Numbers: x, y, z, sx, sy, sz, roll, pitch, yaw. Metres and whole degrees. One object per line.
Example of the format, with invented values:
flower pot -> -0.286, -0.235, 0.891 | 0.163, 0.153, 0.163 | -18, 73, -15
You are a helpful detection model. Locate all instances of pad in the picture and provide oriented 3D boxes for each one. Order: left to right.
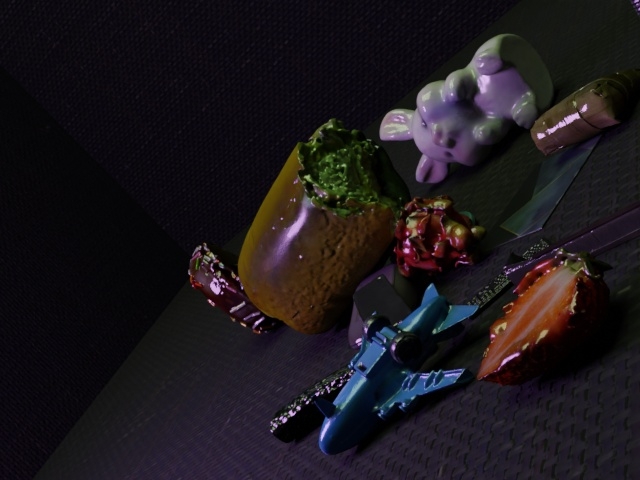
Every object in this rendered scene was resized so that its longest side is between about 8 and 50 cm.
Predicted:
pad -> 0.348, -0.074, 1.509 | 0.243, 0.004, 0.164 | -50, 12, -33

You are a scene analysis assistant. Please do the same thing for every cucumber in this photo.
cucumber -> 0.015, 0.229, 1.418 | 0.215, 0.052, 0.058 | -39, 3, 23

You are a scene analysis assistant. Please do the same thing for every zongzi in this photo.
zongzi -> 0.437, -0.217, 1.548 | 0.160, 0.078, 0.176 | -24, 12, 43

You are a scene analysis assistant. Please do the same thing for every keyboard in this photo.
keyboard -> 0.259, 0.052, 1.317 | 0.155, 0.010, 0.053 | -42, 11, 7

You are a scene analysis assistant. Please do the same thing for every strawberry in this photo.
strawberry -> 0.244, 0.094, 1.020 | 0.187, 0.082, 0.146 | -49, 4, 7

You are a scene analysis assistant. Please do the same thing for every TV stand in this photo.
TV stand -> 0.338, -0.010, 1.178 | 0.256, 0.040, 0.049 | -33, 14, 45

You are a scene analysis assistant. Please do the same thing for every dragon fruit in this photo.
dragon fruit -> 0.189, -0.007, 1.518 | 0.150, 0.133, 0.208 | 1, -1, -32

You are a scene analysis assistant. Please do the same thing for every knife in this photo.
knife -> 0.105, 0.118, 1.420 | 0.072, 0.019, 0.245 | -35, 26, -1

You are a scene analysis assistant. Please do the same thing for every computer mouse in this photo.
computer mouse -> 0.102, 0.109, 1.552 | 0.120, 0.057, 0.232 | -33, 15, 16

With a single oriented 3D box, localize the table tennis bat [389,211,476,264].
table tennis bat -> 0.197, 0.010, 1.679 | 0.201, 0.033, 0.124 | -26, 23, 48

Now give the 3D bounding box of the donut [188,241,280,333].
donut -> -0.188, 0.109, 2.142 | 0.103, 0.270, 0.269 | -53, 9, 5

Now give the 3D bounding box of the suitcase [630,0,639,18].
suitcase -> 0.596, -0.450, 1.535 | 0.128, 0.202, 0.312 | -17, 26, 46

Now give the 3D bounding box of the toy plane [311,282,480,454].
toy plane -> 0.089, 0.170, 1.252 | 0.271, 0.105, 0.254 | -42, 25, -10

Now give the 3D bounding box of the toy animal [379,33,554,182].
toy animal -> 0.298, -0.264, 1.963 | 0.368, 0.196, 0.241 | -37, 5, 27

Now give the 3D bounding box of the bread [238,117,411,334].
bread -> 0.000, 0.000, 1.705 | 0.376, 0.251, 0.208 | -57, 2, 37
